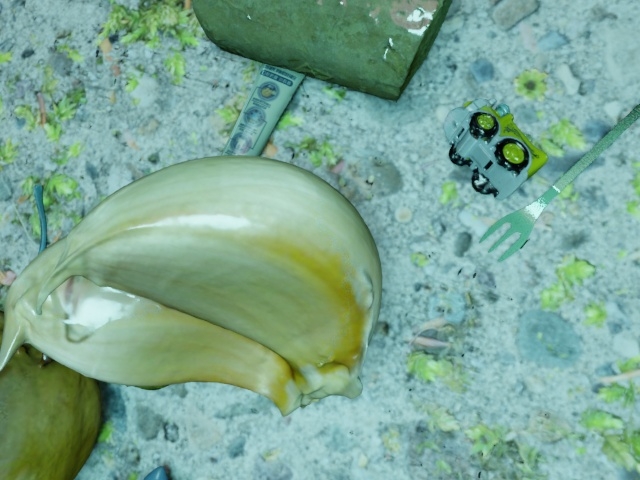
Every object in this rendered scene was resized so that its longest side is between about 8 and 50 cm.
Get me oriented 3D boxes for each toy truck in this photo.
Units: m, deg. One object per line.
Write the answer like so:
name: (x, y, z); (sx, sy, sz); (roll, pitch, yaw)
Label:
toy truck: (0.188, -0.106, 0.586); (0.076, 0.076, 0.111); (-31, 78, -19)

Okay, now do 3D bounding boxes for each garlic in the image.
garlic: (-0.103, 0.046, 0.510); (0.312, 0.286, 0.250); (25, 80, -15)

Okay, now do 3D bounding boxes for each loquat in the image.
loquat: (-0.340, 0.191, 0.572); (0.193, 0.238, 0.239); (22, 87, 10)

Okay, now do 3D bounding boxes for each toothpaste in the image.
toothpaste: (-0.090, -0.113, 0.658); (0.062, 0.039, 0.239); (24, 85, 16)

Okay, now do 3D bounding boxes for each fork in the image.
fork: (0.265, -0.065, 0.586); (0.235, 0.021, 0.039); (-43, 80, 2)

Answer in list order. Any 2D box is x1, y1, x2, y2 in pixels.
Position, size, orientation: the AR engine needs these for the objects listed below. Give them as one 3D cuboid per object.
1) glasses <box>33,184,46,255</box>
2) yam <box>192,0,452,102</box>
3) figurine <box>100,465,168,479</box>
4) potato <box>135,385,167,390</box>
glasses: (-0.445, 0.029, 0.685); (0.189, 0.088, 0.221); (2, 82, 12)
yam: (0.010, -0.255, 0.597); (0.267, 0.161, 0.161); (20, 86, 14)
figurine: (-0.214, 0.338, 0.574); (0.114, 0.178, 0.145); (33, 130, 31)
potato: (-0.227, 0.096, 0.632); (0.188, 0.085, 0.105); (42, 131, 15)
